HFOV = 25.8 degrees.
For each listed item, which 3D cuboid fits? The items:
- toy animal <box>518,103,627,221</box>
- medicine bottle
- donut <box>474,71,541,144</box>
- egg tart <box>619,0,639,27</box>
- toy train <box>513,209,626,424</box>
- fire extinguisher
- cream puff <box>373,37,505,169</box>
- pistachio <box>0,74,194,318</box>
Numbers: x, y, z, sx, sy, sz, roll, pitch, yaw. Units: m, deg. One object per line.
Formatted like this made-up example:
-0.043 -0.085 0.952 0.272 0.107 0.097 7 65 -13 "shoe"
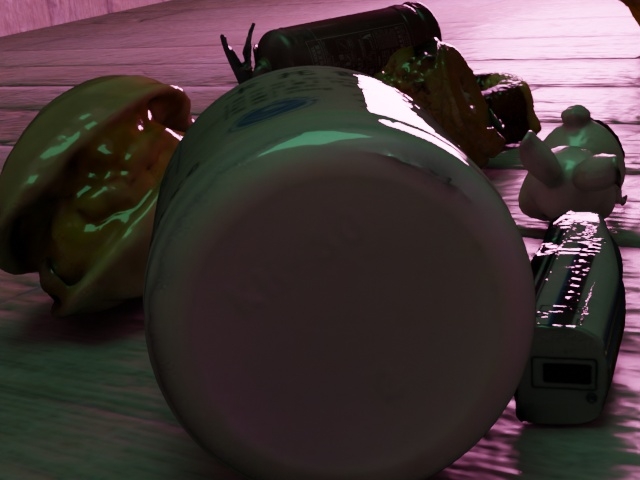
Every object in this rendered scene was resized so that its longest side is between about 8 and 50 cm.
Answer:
0.178 -0.044 0.976 0.071 0.085 0.124 15 27 15 "toy animal"
0.000 0.000 0.707 0.170 0.170 0.293 -8 14 -2 "medicine bottle"
0.133 -0.117 1.299 0.141 0.059 0.140 -7 18 2 "donut"
0.476 -0.299 1.695 0.295 0.116 0.295 -9 13 2 "egg tart"
0.144 0.026 0.758 0.048 0.055 0.252 -3 16 17 "toy train"
0.008 -0.220 1.647 0.269 0.104 0.105 -15 17 -26 "fire extinguisher"
0.088 -0.105 1.165 0.104 0.119 0.133 -24 -5 26 "cream puff"
-0.141 -0.029 0.947 0.157 0.157 0.229 -3 21 17 "pistachio"
